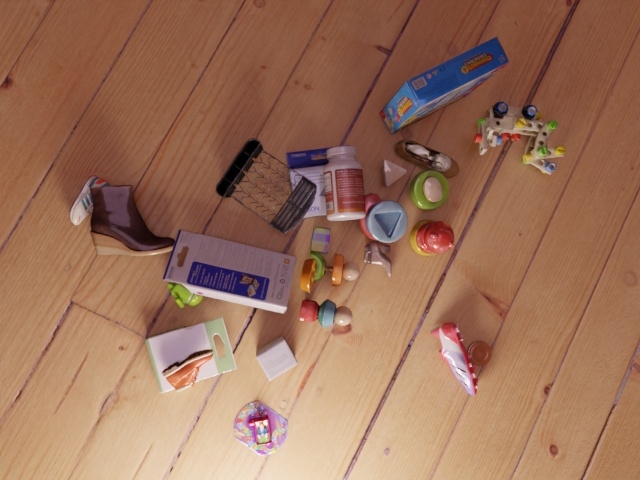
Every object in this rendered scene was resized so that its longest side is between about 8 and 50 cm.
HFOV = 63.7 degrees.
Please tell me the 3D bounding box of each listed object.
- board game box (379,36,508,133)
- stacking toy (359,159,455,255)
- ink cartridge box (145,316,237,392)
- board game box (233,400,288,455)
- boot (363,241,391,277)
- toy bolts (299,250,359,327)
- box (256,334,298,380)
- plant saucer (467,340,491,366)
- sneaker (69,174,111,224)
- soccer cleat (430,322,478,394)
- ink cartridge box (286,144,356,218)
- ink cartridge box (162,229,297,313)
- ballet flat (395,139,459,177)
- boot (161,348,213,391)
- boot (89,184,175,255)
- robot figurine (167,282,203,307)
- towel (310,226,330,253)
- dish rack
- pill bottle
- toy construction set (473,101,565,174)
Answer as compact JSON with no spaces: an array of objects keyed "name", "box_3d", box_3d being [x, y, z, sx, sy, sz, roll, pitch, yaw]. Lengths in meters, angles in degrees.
[{"name":"board game box","box_3d":[0.367,-0.466,1.592,0.308,0.302,0.086,-28,91,-8]},{"name":"stacking toy","box_3d":[0.294,-0.103,1.618,0.309,0.130,0.279,13,90,-14]},{"name":"ink cartridge box","box_3d":[-0.390,0.342,1.563,0.235,0.056,0.171,-16,89,-11]},{"name":"board game box","box_3d":[-0.184,0.583,1.585,0.169,0.033,0.133,37,82,-3]},{"name":"boot","box_3d":[0.184,0.064,1.668,0.087,0.042,0.118,-4,86,-1]},{"name":"toy bolts","box_3d":[0.028,0.155,1.558,0.159,0.218,0.228,8,92,6]},{"name":"box","box_3d":[-0.135,0.356,1.572,0.101,0.102,0.087,-30,93,-8]},{"name":"plant saucer","box_3d":[0.526,0.374,1.703,0.084,0.013,0.083,1,86,-8]},{"name":"sneaker","box_3d":[-0.687,-0.112,1.551,0.075,0.057,0.161,25,81,-1]},{"name":"soccer cleat","box_3d":[0.438,0.384,1.668,0.095,0.083,0.247,-19,94,21]},{"name":"ink cartridge box","box_3d":[0.013,-0.190,1.655,0.224,0.045,0.223,-9,87,-8]},{"name":"ink cartridge box","box_3d":[-0.267,0.094,1.559,0.371,0.069,0.175,15,60,-8]},{"name":"ballet flat","box_3d":[0.358,-0.268,1.692,0.233,0.073,0.080,20,84,-6]},{"name":"boot","box_3d":[-0.374,0.380,1.511,0.158,0.059,0.084,-29,95,-1]},{"name":"boot","box_3d":[-0.556,-0.061,1.530,0.249,0.090,0.206,0,98,-7]},{"name":"robot figurine","box_3d":[-0.406,0.153,1.566,0.115,0.067,0.101,33,59,-4]},{"name":"towel","box_3d":[0.000,0.000,1.659,0.060,0.009,0.083,7,85,-6]},{"name":"dish rack","box_3d":[-0.157,-0.159,1.589,0.272,0.074,0.208,35,92,8]},{"name":"pill bottle","box_3d":[0.072,-0.172,1.577,0.121,0.121,0.215,-3,87,-8]},{"name":"toy construction set","box_3d":[0.643,-0.344,1.707,0.328,0.151,0.214,6,86,-18]}]
